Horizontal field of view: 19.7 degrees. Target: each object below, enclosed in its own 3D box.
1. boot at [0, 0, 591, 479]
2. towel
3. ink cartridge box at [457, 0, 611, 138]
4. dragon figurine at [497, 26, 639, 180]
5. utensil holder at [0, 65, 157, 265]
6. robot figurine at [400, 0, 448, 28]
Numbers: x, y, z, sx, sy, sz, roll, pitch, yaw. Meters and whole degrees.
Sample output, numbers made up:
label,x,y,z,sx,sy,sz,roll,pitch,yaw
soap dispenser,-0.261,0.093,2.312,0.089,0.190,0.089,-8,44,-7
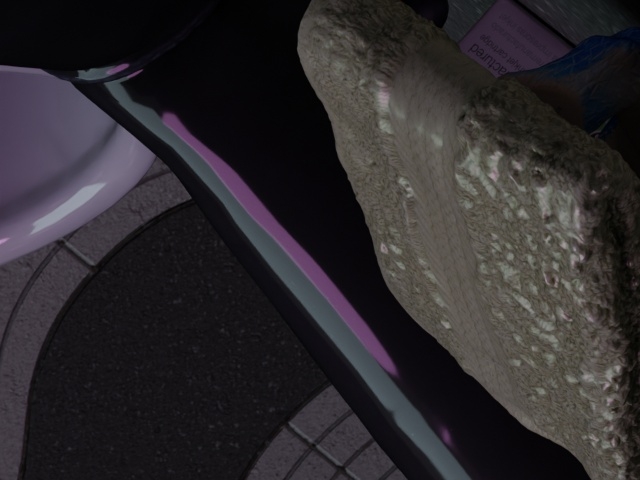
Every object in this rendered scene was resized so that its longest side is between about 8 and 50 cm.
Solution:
label,x,y,z,sx,sy,sz,roll,pitch,yaw
boot,0.000,-0.001,0.660,0.445,0.146,0.367,56,-165,-19
towel,0.045,0.005,0.472,0.110,0.027,0.148,39,161,34
ink cartridge box,0.095,-0.003,1.059,0.160,0.219,0.092,44,-177,34
dragon figurine,0.117,-0.039,0.493,0.085,0.144,0.289,45,164,18
utensil holder,-0.276,-0.188,0.885,0.327,0.327,0.386,35,-142,-72
robot figurine,-0.057,-0.183,1.074,0.278,0.173,0.209,44,172,20
